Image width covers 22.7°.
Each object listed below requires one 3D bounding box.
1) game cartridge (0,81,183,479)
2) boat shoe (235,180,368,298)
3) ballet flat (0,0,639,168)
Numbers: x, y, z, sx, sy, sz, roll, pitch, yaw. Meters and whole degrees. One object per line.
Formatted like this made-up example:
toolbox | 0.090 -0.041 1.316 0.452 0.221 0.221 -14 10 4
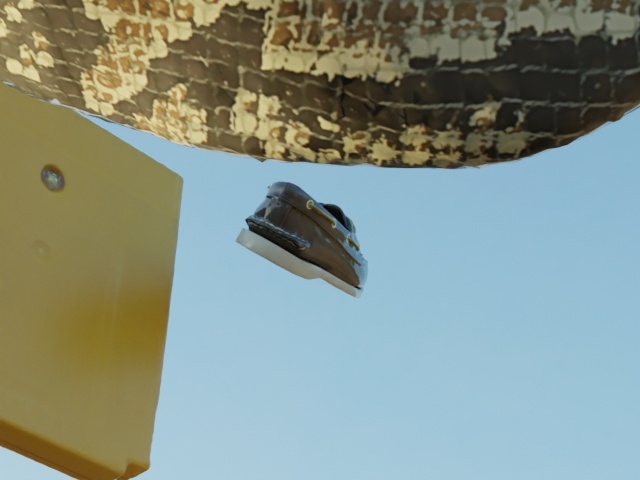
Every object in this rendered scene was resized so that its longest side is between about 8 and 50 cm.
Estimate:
game cartridge | -0.246 0.019 1.323 0.053 0.323 0.285 -27 -45 37
boat shoe | 0.000 0.000 1.406 0.081 0.068 0.228 27 1 20
ballet flat | -0.116 -0.160 0.429 0.483 0.164 0.182 32 -5 40
